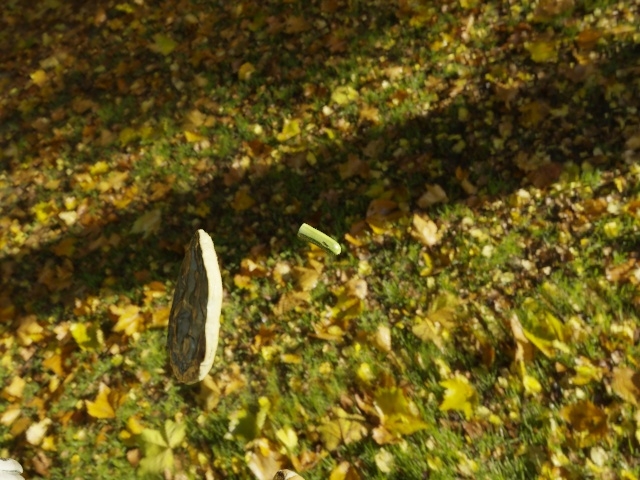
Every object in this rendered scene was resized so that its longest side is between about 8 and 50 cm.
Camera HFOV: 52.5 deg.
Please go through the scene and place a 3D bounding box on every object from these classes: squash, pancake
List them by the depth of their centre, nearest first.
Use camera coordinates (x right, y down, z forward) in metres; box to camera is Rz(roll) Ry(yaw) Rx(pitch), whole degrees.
[{"bbox_3d":[-0.125,0.065,0.648,0.028,0.158,0.158,7,38,-23],"label":"pancake"},{"bbox_3d":[0.000,0.000,1.177,0.083,0.027,0.027,29,65,12],"label":"squash"}]

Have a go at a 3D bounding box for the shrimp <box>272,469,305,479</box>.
[{"bbox_3d":[-0.026,0.463,1.032,0.236,0.053,0.133,28,108,56],"label":"shrimp"}]

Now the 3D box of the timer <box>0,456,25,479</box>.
[{"bbox_3d":[-0.475,0.280,0.757,0.237,0.262,0.087,15,65,-14],"label":"timer"}]
